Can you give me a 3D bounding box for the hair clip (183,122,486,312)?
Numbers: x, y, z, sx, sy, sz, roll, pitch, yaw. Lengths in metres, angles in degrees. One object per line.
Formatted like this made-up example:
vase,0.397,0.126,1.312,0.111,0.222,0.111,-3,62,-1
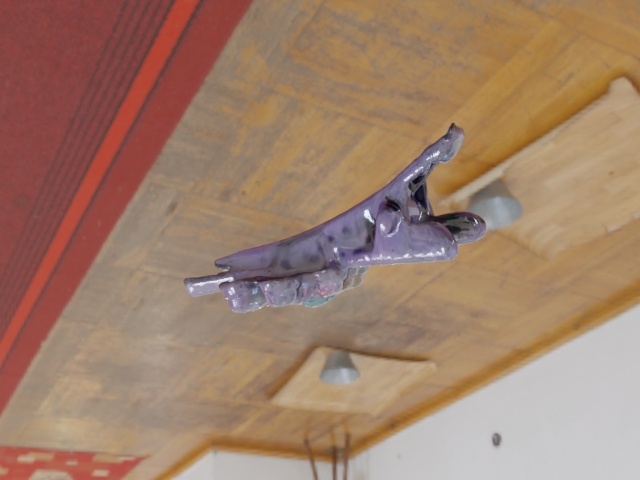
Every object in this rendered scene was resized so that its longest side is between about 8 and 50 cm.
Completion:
hair clip,0.009,0.012,0.634,0.278,0.090,0.137,-29,175,31
